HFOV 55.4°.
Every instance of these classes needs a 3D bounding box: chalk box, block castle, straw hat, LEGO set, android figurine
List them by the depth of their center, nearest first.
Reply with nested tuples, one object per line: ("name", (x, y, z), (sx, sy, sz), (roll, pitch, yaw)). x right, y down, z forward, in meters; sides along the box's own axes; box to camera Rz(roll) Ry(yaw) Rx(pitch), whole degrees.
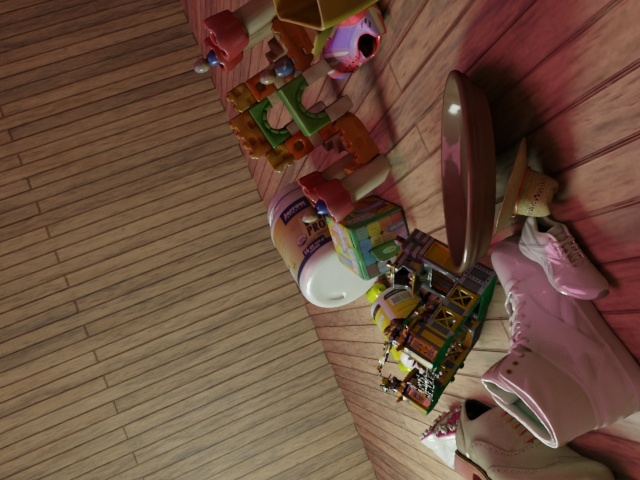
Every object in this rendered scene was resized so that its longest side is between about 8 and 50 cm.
("straw hat", (0.268, -0.059, 0.776), (0.061, 0.145, 0.144), (17, 146, 16))
("LEGO set", (0.168, 0.141, 1.092), (0.192, 0.255, 0.331), (31, 163, 25))
("block castle", (-0.074, -0.262, 1.271), (0.453, 0.212, 0.303), (56, 177, -14))
("chalk box", (0.117, -0.005, 1.362), (0.213, 0.132, 0.132), (-147, 37, -67))
("android figurine", (0.197, 0.229, 1.603), (0.273, 0.056, 0.248), (119, 129, -76))

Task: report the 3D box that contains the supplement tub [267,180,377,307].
("supplement tub", (0.000, 0.000, 1.637), (0.228, 0.228, 0.316), (80, 162, -44))

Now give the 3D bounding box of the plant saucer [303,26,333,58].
("plant saucer", (-0.032, -0.567, 1.158), (0.333, 0.081, 0.333), (123, 124, -76))

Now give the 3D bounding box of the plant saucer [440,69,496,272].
("plant saucer", (0.201, -0.094, 0.845), (0.278, 0.041, 0.278), (-2, -90, -86))

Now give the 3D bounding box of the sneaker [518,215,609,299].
("sneaker", (0.306, 0.018, 0.777), (0.152, 0.053, 0.061), (-125, 21, -48))

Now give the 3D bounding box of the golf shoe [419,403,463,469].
("golf shoe", (0.323, 0.450, 1.368), (0.140, 0.115, 0.306), (49, 165, 14))

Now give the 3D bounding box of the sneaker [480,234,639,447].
("sneaker", (0.277, 0.127, 0.821), (0.108, 0.169, 0.293), (82, 163, -53))

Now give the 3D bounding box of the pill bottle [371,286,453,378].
("pill bottle", (0.209, 0.207, 1.357), (0.119, 0.119, 0.208), (81, 163, -46))

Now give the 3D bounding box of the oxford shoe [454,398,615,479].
("oxford shoe", (0.337, 0.352, 1.037), (0.397, 0.140, 0.147), (156, 112, -69))

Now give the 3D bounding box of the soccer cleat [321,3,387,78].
("soccer cleat", (0.061, -0.355, 1.136), (0.095, 0.083, 0.248), (61, 164, 10))

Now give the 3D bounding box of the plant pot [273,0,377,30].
("plant pot", (0.028, -0.440, 0.868), (0.212, 0.187, 0.212), (-132, 25, -59))
